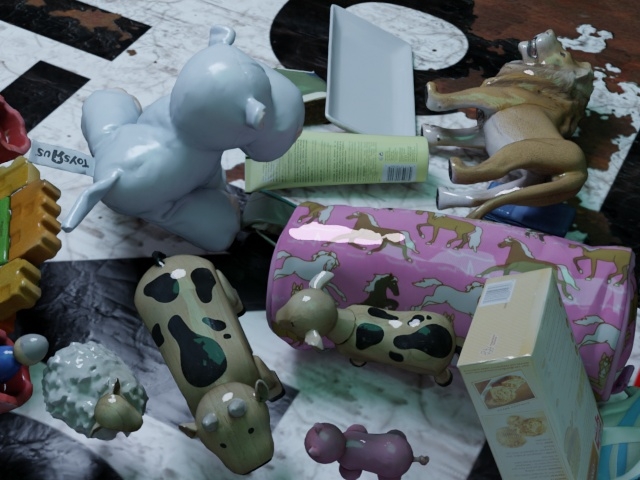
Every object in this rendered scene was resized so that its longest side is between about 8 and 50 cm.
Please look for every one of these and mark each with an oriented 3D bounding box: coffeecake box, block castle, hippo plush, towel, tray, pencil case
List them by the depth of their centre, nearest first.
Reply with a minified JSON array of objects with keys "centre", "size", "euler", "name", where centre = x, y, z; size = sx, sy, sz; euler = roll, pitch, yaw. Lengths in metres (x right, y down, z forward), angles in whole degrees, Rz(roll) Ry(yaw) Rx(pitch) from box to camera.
[{"centre":[0.197,0.143,0.899],"size":[0.068,0.185,0.142],"euler":[-12,24,26],"name":"coffeecake box"},{"centre":[-0.429,-0.041,1.019],"size":[0.213,0.303,0.453],"euler":[-27,47,13],"name":"block castle"},{"centre":[0.142,0.063,1.052],"size":[0.386,0.167,0.160],"euler":[8,62,16],"name":"pencil case"},{"centre":[-0.158,-0.146,1.148],"size":[0.294,0.236,0.234],"euler":[14,38,-53],"name":"hippo plush"},{"centre":[0.264,-0.036,1.270],"size":[0.120,0.029,0.067],"euler":[21,45,19],"name":"towel"},{"centre":[0.067,-0.225,1.416],"size":[0.145,0.030,0.270],"euler":[24,42,-20],"name":"tray"}]

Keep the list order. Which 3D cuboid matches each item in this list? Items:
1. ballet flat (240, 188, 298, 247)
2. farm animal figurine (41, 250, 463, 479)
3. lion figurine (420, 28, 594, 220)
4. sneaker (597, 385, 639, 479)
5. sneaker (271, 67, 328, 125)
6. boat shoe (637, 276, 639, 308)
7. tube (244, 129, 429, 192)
[{"centre":[0.000,0.000,1.214],"size":[0.213,0.072,0.068],"euler":[20,76,17],"name":"ballet flat"},{"centre":[-0.064,0.126,0.919],"size":[0.330,0.172,0.327],"euler":[-44,69,-8],"name":"farm animal figurine"},{"centre":[0.261,-0.125,1.264],"size":[0.240,0.142,0.392],"euler":[-1,41,-1],"name":"lion figurine"},{"centre":[0.278,0.228,0.990],"size":[0.229,0.087,0.092],"euler":[-25,43,-31],"name":"sneaker"},{"centre":[-0.076,-0.203,1.396],"size":[0.192,0.064,0.086],"euler":[-6,48,-17],"name":"sneaker"},{"centre":[0.475,-0.048,1.193],"size":[0.156,0.186,0.500],"euler":[24,45,27],"name":"boat shoe"},{"centre":[0.020,-0.109,1.295],"size":[0.240,0.062,0.070],"euler":[-1,67,-3],"name":"tube"}]
